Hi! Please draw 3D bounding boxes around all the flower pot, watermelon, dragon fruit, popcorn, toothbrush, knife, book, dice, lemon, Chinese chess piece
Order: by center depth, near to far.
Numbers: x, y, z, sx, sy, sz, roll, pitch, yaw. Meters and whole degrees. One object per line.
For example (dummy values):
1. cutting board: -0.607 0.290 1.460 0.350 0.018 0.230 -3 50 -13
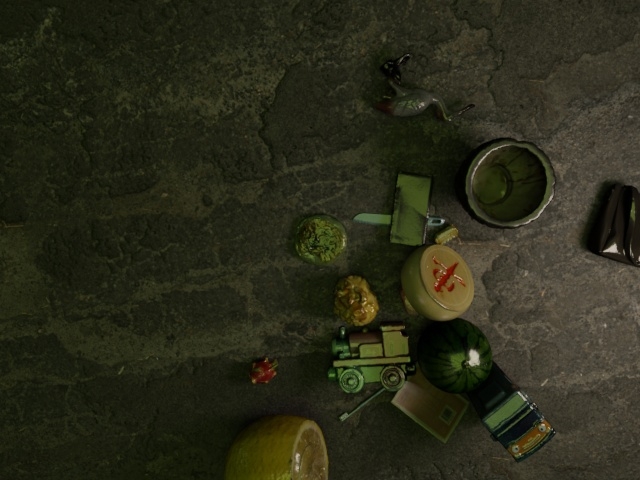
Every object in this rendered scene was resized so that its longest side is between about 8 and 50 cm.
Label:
1. flower pot: 0.537 -0.176 1.428 0.266 0.267 0.267 0 98 3
2. Chinese chess piece: 0.378 0.132 1.492 0.250 0.097 0.251 13 61 -25
3. watermelon: 0.432 0.371 1.508 0.242 0.242 0.243 0 97 3
4. popcorn: 0.115 0.198 1.548 0.170 0.180 0.180 -1 98 -33
5. lemon: -0.160 0.764 1.552 0.363 0.364 0.365 0 97 3
6. dice: 0.321 0.192 1.569 0.094 0.091 0.093 -19 95 4
7. knife: 0.265 -0.069 1.582 0.312 0.019 0.045 4 98 5
8. book: 0.382 0.563 1.621 0.241 0.018 0.170 38 76 -1
9. dragon fruit: -0.197 0.458 1.636 0.116 0.081 0.086 -20 85 6
10. toothbrush: 0.156 0.579 1.662 0.219 0.016 0.019 -37 85 8

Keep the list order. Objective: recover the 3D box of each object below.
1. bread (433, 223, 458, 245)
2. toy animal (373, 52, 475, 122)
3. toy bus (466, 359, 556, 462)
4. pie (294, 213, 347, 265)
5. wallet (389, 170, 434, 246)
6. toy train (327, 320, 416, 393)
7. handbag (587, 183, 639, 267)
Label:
1. bread: 0.422 -0.019 1.569 0.088 0.034 0.049 -35 108 10
2. toy animal: 0.311 -0.452 1.495 0.324 0.090 0.195 37 97 1
3. toy bus: 0.582 0.524 1.480 0.162 0.323 0.194 -42 90 7
4. pie: 0.000 0.000 1.590 0.186 0.041 0.187 0 98 3
5. wallet: 0.304 -0.104 1.556 0.124 0.025 0.245 7 89 5
6. toy train: 0.167 0.396 1.585 0.303 0.150 0.222 -6 86 5
7. handbag: 1.042 -0.040 1.499 0.285 0.113 0.257 14 90 2
